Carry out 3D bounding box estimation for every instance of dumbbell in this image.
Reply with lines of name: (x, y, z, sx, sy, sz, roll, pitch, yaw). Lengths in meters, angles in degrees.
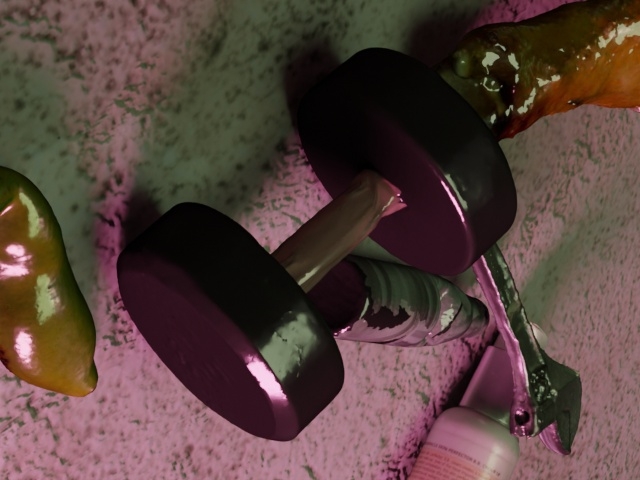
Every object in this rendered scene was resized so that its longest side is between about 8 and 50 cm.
dumbbell: (0.000, 0.000, 1.068, 0.218, 0.152, 0.152, -42, 139, -22)

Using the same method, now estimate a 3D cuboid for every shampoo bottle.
shampoo bottle: (0.125, 0.154, 1.377, 0.074, 0.074, 0.192, 43, 69, -52)

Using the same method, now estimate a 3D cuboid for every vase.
vase: (0.062, 0.048, 1.246, 0.211, 0.060, 0.060, 13, 103, -57)

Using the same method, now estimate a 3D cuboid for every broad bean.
broad bean: (-0.165, 0.029, 0.985, 0.070, 0.048, 0.213, -47, 141, -21)

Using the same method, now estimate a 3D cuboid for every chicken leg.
chicken leg: (0.233, -0.168, 1.231, 0.361, 0.140, 0.211, -19, 135, -45)

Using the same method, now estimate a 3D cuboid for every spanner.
spanner: (0.138, 0.044, 1.296, 0.093, 0.026, 0.325, -55, 133, -40)
